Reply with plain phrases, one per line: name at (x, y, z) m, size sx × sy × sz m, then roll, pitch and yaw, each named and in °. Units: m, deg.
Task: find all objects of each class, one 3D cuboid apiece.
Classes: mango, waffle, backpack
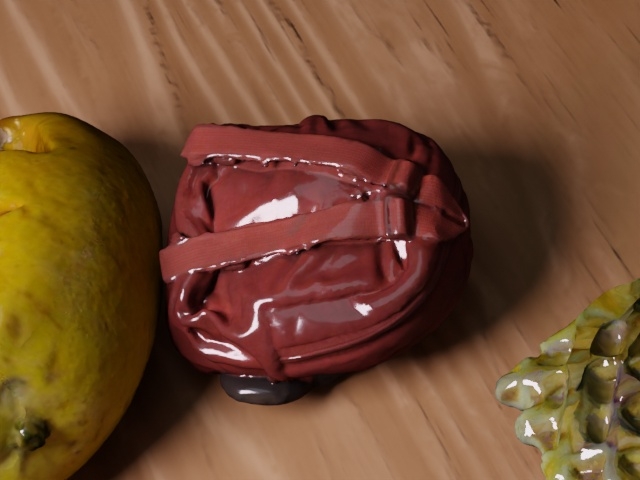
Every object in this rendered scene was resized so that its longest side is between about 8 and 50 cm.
mango at (-0.231, 0.045, 1.398) m, size 0.253 × 0.182 × 0.365 m, roll -9°, pitch 36°, yaw 18°
waffle at (0.237, 0.097, 1.273) m, size 0.223 × 0.054 × 0.204 m, roll -33°, pitch 49°, yaw -13°
backpack at (0.001, 0.002, 1.372) m, size 0.229 × 0.139 × 0.229 m, roll -12°, pitch 47°, yaw 13°
